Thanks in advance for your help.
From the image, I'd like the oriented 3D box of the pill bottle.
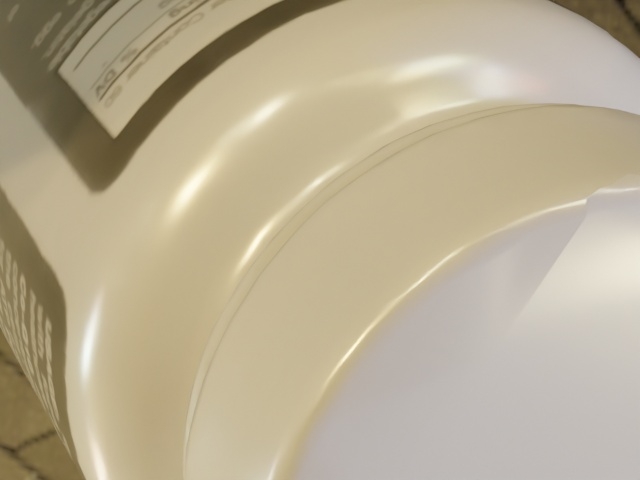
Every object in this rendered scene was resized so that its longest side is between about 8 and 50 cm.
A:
[{"bbox_3d":[0.000,0.000,0.462,0.161,0.283,0.161,-9,116,-20],"label":"pill bottle"}]
